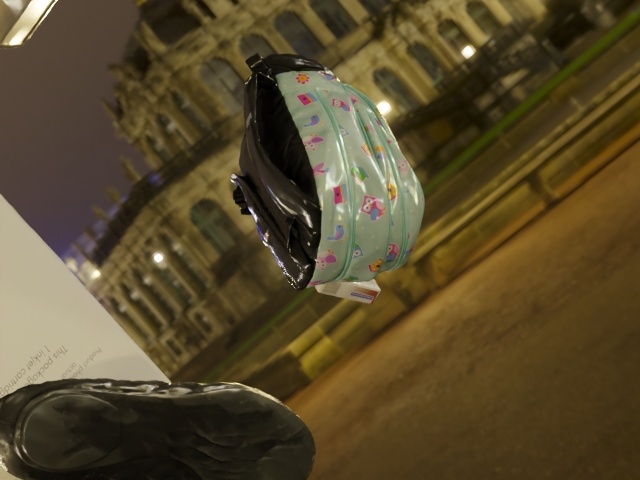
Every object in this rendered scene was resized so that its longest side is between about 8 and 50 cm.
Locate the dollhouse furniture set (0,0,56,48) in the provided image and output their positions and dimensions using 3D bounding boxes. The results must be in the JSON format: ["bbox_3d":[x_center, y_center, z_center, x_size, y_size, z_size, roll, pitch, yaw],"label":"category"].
[{"bbox_3d":[-0.431,-0.436,1.186,0.256,0.394,0.362,-50,11,6],"label":"dollhouse furniture set"}]

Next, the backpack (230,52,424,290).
[{"bbox_3d":[0.002,-0.048,0.849,0.115,0.182,0.152,-10,-46,-16],"label":"backpack"}]

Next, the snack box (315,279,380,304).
[{"bbox_3d":[0.000,0.000,1.091,0.022,0.064,0.178,-62,32,23],"label":"snack box"}]

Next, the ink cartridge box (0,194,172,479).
[{"bbox_3d":[-0.153,0.148,0.669,0.207,0.353,0.119,-8,35,54],"label":"ink cartridge box"}]

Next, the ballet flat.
[{"bbox_3d":[-0.071,0.088,0.492,0.049,0.173,0.057,2,78,50],"label":"ballet flat"}]
